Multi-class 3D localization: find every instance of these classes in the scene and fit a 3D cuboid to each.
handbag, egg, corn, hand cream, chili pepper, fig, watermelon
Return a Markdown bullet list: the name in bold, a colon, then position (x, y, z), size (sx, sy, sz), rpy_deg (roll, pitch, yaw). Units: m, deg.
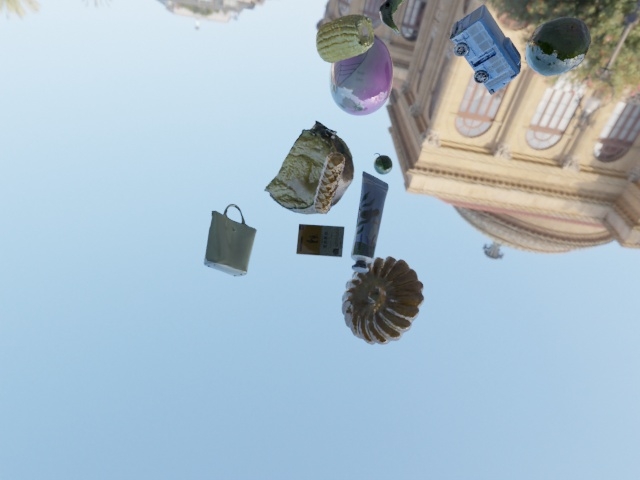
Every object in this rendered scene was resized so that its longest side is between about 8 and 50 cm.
- **handbag**: position (-0.378, -0.016, 2.070), size (0.241, 0.109, 0.315), rpy_deg (26, -115, -40)
- **egg**: position (0.121, -0.500, 1.426), size (0.197, 0.196, 0.271), rpy_deg (6, -102, -9)
- **corn**: position (0.050, -0.425, 1.014), size (0.063, 0.085, 0.165), rpy_deg (-4, -166, -32)
- **hand cream**: position (0.124, -0.049, 1.252), size (0.091, 0.058, 0.271), rpy_deg (22, -113, -23)
- **chili pepper**: position (0.257, -0.788, 1.579), size (0.076, 0.085, 0.359), rpy_deg (-4, -132, 36)
- **fig**: position (0.791, -0.646, 1.641), size (0.196, 0.195, 0.245), rpy_deg (9, 175, -5)
- **watermelon**: position (0.308, -0.376, 2.361), size (0.109, 0.109, 0.109), rpy_deg (8, -144, -6)

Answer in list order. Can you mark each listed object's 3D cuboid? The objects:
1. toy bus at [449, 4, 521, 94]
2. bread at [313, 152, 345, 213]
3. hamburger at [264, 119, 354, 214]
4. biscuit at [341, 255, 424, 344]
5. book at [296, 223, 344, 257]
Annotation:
- **toy bus**: position (0.510, -0.578, 1.467), size (0.234, 0.134, 0.116), rpy_deg (42, -134, -23)
- **bread**: position (0.019, -0.130, 1.104), size (0.044, 0.157, 0.052), rpy_deg (9, -148, -14)
- **hamburger**: position (-0.015, -0.197, 1.444), size (0.211, 0.309, 0.132), rpy_deg (40, -151, 2)
- **biscuit**: position (0.206, 0.205, 1.712), size (0.107, 0.325, 0.325), rpy_deg (32, -165, -47)
- **book**: position (0.000, 0.000, 1.775), size (0.172, 0.012, 0.118), rpy_deg (3, -103, 7)
